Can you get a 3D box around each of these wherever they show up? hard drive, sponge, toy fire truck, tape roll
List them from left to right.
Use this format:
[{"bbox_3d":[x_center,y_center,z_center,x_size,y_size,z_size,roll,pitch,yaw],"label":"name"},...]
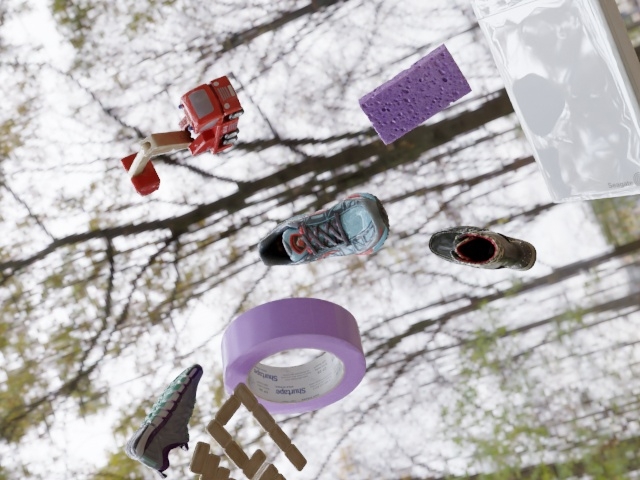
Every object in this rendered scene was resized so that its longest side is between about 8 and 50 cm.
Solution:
[{"bbox_3d":[-0.165,-0.120,1.198,0.047,0.135,0.192,63,165,8],"label":"toy fire truck"},{"bbox_3d":[-0.053,0.227,1.973,0.275,0.275,0.090,48,-156,-44],"label":"tape roll"},{"bbox_3d":[0.191,-0.294,2.070,0.117,0.210,0.031,50,-164,-33],"label":"sponge"},{"bbox_3d":[0.376,-0.229,1.523,0.047,0.233,0.353,-34,-75,-30],"label":"hard drive"}]

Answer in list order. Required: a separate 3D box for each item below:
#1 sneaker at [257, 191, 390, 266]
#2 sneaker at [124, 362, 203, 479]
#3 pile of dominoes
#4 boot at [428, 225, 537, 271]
[{"bbox_3d":[0.000,0.000,1.682,0.125,0.262,0.104,-25,-86,-45],"label":"sneaker"},{"bbox_3d":[-0.270,0.338,1.921,0.098,0.083,0.223,42,-123,-11],"label":"sneaker"},{"bbox_3d":[-0.144,0.421,1.930,0.196,0.040,0.251,-51,-62,-31],"label":"pile of dominoes"},{"bbox_3d":[0.295,0.010,2.051,0.179,0.236,0.085,8,-88,-56],"label":"boot"}]
